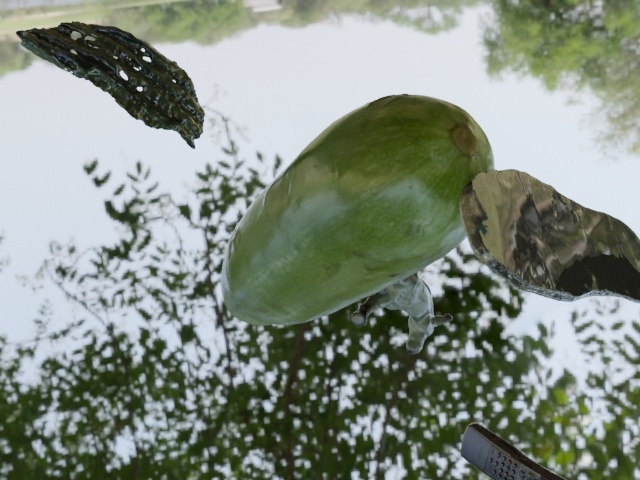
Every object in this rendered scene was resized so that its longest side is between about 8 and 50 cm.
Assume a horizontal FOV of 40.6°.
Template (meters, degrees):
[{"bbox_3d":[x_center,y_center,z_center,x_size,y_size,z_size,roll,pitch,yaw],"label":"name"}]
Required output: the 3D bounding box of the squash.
[{"bbox_3d":[-0.006,0.000,0.657,0.118,0.118,0.370,-18,171,-34],"label":"squash"}]

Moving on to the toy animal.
[{"bbox_3d":[0.068,0.029,0.994,0.073,0.217,0.176,-34,170,22],"label":"toy animal"}]

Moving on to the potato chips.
[{"bbox_3d":[-0.191,-0.162,0.822,0.207,0.092,0.028,28,139,-36],"label":"potato chips"}]

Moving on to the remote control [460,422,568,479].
[{"bbox_3d":[0.260,0.296,1.061,0.028,0.059,0.212,-9,-152,-43],"label":"remote control"}]

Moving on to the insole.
[{"bbox_3d":[0.157,0.004,0.543,0.011,0.081,0.248,-28,154,36],"label":"insole"}]
